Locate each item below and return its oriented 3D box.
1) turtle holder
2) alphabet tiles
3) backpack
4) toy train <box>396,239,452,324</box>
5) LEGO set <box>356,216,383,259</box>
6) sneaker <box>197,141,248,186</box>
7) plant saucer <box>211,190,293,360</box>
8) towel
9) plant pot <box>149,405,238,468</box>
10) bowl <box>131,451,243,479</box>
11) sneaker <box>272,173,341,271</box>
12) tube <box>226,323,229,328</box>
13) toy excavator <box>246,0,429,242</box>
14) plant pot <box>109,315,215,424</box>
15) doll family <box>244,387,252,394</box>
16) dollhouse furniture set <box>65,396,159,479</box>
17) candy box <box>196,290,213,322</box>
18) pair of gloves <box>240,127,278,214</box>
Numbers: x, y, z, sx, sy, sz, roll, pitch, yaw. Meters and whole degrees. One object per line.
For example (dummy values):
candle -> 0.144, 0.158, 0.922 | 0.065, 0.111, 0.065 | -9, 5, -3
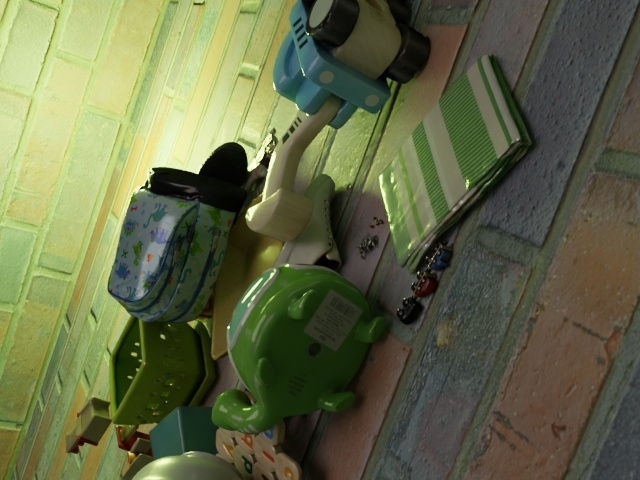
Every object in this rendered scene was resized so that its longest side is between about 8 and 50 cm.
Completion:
turtle holder -> -0.054, 0.192, 1.452 | 0.227, 0.243, 0.321 | 30, 115, 55
alphabet tiles -> -0.121, 0.438, 1.552 | 0.278, 0.021, 0.284 | 24, 115, 48
backpack -> -0.356, 0.023, 1.945 | 0.290, 0.273, 0.356 | 20, 107, 38
toy train -> 0.171, 0.071, 1.334 | 0.158, 0.027, 0.036 | -64, 33, 19
LEGO set -> 0.088, -0.006, 1.530 | 0.054, 0.023, 0.083 | -1, 74, 61
sneaker -> -0.274, -0.165, 2.153 | 0.331, 0.122, 0.146 | 121, 157, -45
plant saucer -> -0.134, 0.074, 1.835 | 0.332, 0.081, 0.333 | -39, 43, 48
towel -> 0.211, -0.129, 1.364 | 0.325, 0.038, 0.248 | -52, 33, 38
plant pot -> -0.252, 0.496, 1.742 | 0.165, 0.165, 0.234 | -43, 49, 44
bowl -> -0.231, 0.494, 1.531 | 0.298, 0.297, 0.134 | -47, 15, 40
sneaker -> 0.000, 0.000, 1.645 | 0.106, 0.123, 0.290 | 72, -146, -60
tube -> -0.150, 0.221, 1.706 | 0.207, 0.080, 0.052 | 92, -175, -64
toy excavator -> -0.004, -0.271, 1.604 | 0.445, 0.222, 0.433 | -50, 35, 32
plant pot -> -0.392, 0.319, 2.037 | 0.228, 0.207, 0.227 | -57, 32, 28
doll family -> -0.113, 0.303, 1.628 | 0.263, 0.118, 0.163 | -50, 36, 37
dollhouse furniture set -> -0.499, 0.504, 2.079 | 0.135, 0.259, 0.262 | -53, 31, 16
candy box -> -0.340, 0.115, 2.158 | 0.053, 0.109, 0.187 | -41, 42, 46
pair of gloves -> -0.144, -0.144, 2.007 | 0.204, 0.042, 0.240 | 125, 154, -42
